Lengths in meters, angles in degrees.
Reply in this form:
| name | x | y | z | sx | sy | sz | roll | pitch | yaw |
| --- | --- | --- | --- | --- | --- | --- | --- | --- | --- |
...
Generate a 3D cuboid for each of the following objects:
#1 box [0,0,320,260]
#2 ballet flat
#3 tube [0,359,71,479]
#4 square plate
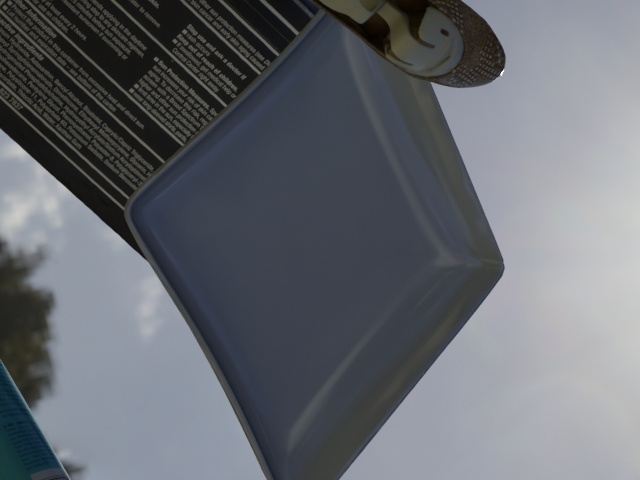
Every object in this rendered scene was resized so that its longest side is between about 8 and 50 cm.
| name | x | y | z | sx | sy | sz | roll | pitch | yaw |
| --- | --- | --- | --- | --- | --- | --- | --- | --- | --- |
| box | -0.149 | -0.194 | 1.863 | 0.296 | 0.294 | 0.182 | 43 | 23 | -15 |
| ballet flat | 0.041 | -0.156 | 1.356 | 0.073 | 0.206 | 0.067 | -47 | -160 | 30 |
| tube | -0.202 | 0.113 | 1.239 | 0.207 | 0.052 | 0.080 | 60 | 4 | 17 |
| square plate | 0.000 | 0.000 | 1.664 | 0.049 | 0.344 | 0.347 | 8 | -46 | 43 |
